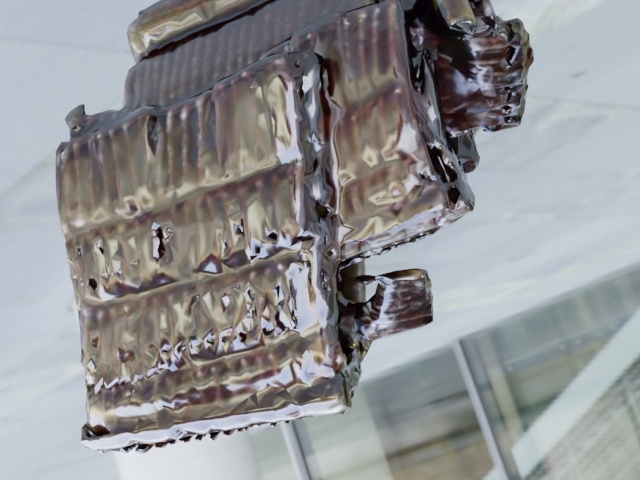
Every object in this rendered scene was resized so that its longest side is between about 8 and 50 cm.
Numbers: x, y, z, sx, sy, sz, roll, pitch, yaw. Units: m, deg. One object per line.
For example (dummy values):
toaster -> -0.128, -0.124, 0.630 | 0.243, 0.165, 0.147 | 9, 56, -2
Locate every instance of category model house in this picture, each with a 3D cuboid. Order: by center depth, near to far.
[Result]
model house -> 0.000, 0.000, 0.693 | 0.317, 0.283, 0.297 | -16, 134, 19
